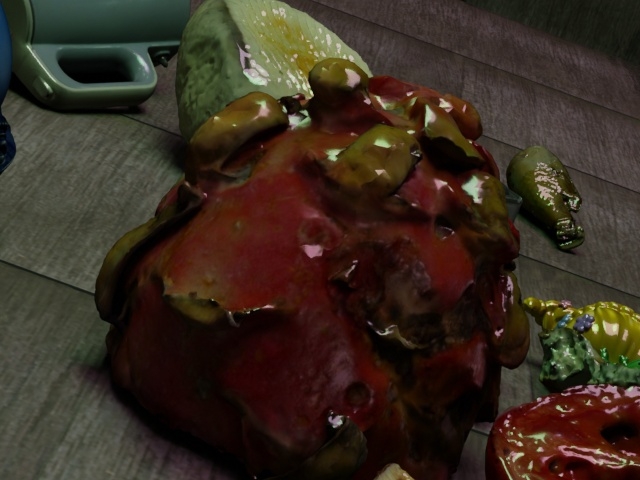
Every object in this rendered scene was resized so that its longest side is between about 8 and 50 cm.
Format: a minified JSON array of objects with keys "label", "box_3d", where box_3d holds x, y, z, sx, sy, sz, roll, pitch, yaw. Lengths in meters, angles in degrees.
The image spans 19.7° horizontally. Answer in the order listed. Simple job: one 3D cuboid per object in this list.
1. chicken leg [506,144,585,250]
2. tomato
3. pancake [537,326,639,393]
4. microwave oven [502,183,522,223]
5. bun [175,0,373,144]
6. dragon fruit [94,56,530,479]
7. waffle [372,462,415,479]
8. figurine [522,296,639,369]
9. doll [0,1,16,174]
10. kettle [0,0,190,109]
[{"label":"chicken leg","box_3d":[0.264,-0.043,2.072,0.093,0.070,0.178,20,23,-21]},{"label":"tomato","box_3d":[0.221,0.189,1.226,0.228,0.101,0.228,3,26,-1]},{"label":"pancake","box_3d":[0.308,0.147,1.372,0.377,0.054,0.197,25,-21,32]},{"label":"microwave oven","box_3d":[0.054,-0.030,1.686,0.208,0.122,0.162,7,21,-37]},{"label":"bun","box_3d":[-0.056,-0.136,1.824,0.244,0.153,0.244,35,25,-20]},{"label":"dragon fruit","box_3d":[0.000,0.000,1.301,0.314,0.263,0.296,30,21,29]},{"label":"waffle","box_3d":[0.078,0.197,1.140,0.135,0.021,0.092,40,22,8]},{"label":"figurine","box_3d":[0.225,0.090,1.559,0.115,0.094,0.156,29,12,-3]},{"label":"doll","box_3d":[-0.364,-0.129,1.357,0.284,0.240,0.310,46,20,2]},{"label":"kettle","box_3d":[-0.257,-0.222,1.937,0.210,0.160,0.243,54,34,10]}]
